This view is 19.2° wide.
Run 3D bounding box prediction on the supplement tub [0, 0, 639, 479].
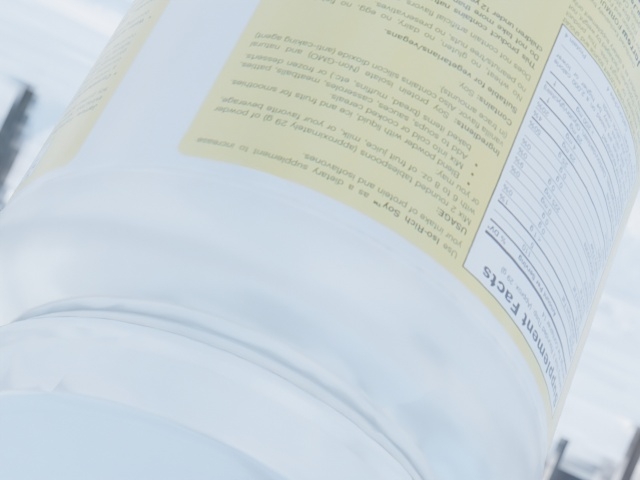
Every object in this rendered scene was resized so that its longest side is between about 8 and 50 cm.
[{"bbox_3d":[0.000,0.000,0.790,0.241,0.331,0.241,16,143,13],"label":"supplement tub"}]
